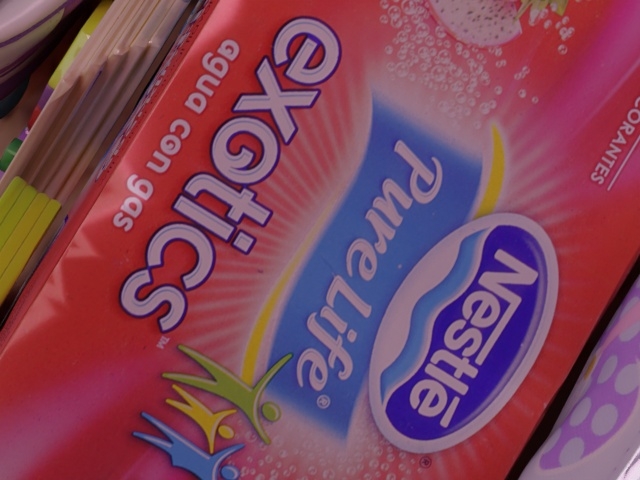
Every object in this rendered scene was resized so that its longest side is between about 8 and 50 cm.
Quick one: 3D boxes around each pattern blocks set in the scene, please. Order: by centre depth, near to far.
[{"bbox_3d":[-0.091,-0.035,0.676,0.325,0.026,0.285,-55,8,23],"label":"pattern blocks set"}]

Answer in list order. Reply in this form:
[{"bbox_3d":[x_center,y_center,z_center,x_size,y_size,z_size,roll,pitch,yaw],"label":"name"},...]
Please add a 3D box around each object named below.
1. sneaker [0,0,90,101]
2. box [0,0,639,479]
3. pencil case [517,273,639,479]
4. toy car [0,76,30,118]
[{"bbox_3d":[-0.069,-0.170,0.674,0.282,0.102,0.161,-67,16,-16],"label":"sneaker"},{"bbox_3d":[0.000,0.000,0.594,0.300,0.142,0.154,-59,9,-3],"label":"box"},{"bbox_3d":[0.128,0.037,0.507,0.113,0.124,0.273,29,86,47],"label":"pencil case"},{"bbox_3d":[-0.097,-0.195,0.846,0.238,0.210,0.219,-12,39,5],"label":"toy car"}]
